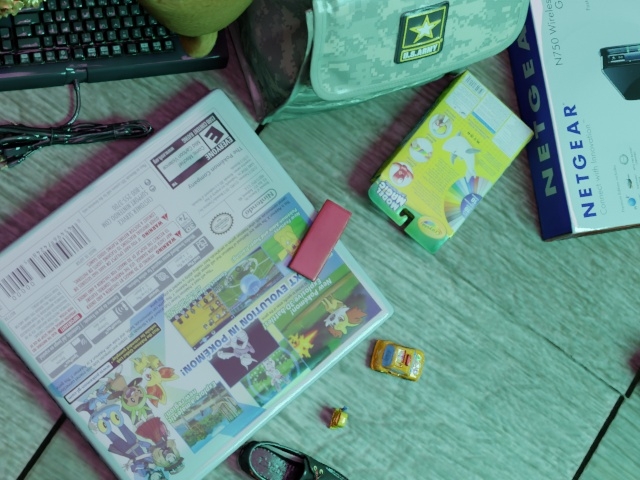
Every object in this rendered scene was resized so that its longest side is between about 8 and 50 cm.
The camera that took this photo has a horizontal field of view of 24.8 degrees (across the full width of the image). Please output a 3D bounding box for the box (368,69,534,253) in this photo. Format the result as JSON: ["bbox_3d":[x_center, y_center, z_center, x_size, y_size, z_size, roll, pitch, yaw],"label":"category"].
[{"bbox_3d":[0.134,-0.081,1.550,0.105,0.043,0.179,42,73,-7],"label":"box"}]

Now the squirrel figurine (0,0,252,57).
[{"bbox_3d":[-0.219,-0.331,1.353,0.397,0.281,0.370,-26,76,1],"label":"squirrel figurine"}]

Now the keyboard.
[{"bbox_3d":[-0.248,-0.182,1.467,0.317,0.033,0.202,-8,85,-15],"label":"keyboard"}]

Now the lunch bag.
[{"bbox_3d":[0.059,-0.230,1.422,0.235,0.287,0.169,-17,88,-17],"label":"lunch bag"}]

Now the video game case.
[{"bbox_3d":[-0.137,0.058,1.464,0.329,0.036,0.300,-39,94,-17],"label":"video game case"}]

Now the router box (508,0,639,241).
[{"bbox_3d":[0.367,-0.183,1.604,0.301,0.082,0.336,-9,86,-16],"label":"router box"}]

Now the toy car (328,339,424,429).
[{"bbox_3d":[0.064,0.156,1.502,0.060,0.040,0.122,35,75,-8],"label":"toy car"}]

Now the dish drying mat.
[{"bbox_3d":[0.000,0.000,1.486,0.032,0.008,0.083,31,76,-9],"label":"dish drying mat"}]

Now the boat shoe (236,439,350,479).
[{"bbox_3d":[-0.020,0.241,1.470,0.133,0.042,0.049,25,75,-12],"label":"boat shoe"}]
